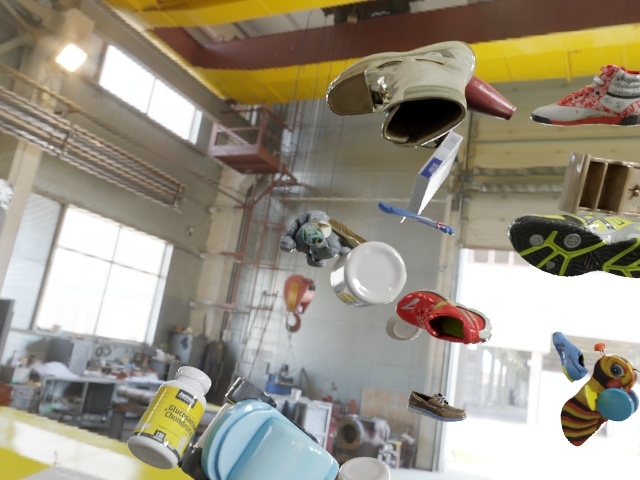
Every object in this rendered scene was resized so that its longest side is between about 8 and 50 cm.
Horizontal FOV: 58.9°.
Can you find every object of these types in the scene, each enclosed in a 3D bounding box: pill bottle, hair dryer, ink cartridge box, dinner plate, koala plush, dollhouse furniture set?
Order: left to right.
[{"bbox_3d":[-0.290,0.344,1.119,0.103,0.184,0.103,12,-46,13],"label":"pill bottle"},{"bbox_3d":[0.000,0.000,2.042,0.196,0.203,0.221,30,-2,-31],"label":"koala plush"},{"bbox_3d":[0.092,0.081,1.243,0.131,0.131,0.229,11,-10,-8],"label":"pill bottle"},{"bbox_3d":[0.136,0.805,1.698,0.153,0.264,0.153,-3,11,1],"label":"pill bottle"},{"bbox_3d":[0.297,0.298,1.965,0.141,0.141,0.017,12,28,-15],"label":"dinner plate"},{"bbox_3d":[0.327,-0.175,1.672,0.045,0.223,0.224,31,-33,15],"label":"ink cartridge box"},{"bbox_3d":[0.342,-0.334,1.425,0.294,0.080,0.223,7,-31,37],"label":"hair dryer"},{"bbox_3d":[0.872,-0.116,1.484,0.257,0.361,0.394,3,14,-17],"label":"dollhouse furniture set"}]

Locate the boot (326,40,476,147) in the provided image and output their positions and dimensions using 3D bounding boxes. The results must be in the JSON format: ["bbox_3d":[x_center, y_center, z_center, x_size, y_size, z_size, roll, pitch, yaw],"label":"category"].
[{"bbox_3d":[0.089,-0.180,0.734,0.213,0.165,0.077,-8,-53,25],"label":"boot"}]

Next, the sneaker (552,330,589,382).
[{"bbox_3d":[0.836,0.374,1.883,0.069,0.209,0.082,33,-58,-19],"label":"sneaker"}]

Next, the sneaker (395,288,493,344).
[{"bbox_3d":[0.285,0.188,1.403,0.118,0.107,0.279,-4,10,-40],"label":"sneaker"}]

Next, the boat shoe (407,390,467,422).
[{"bbox_3d":[0.343,0.489,1.678,0.183,0.066,0.066,4,5,29],"label":"boat shoe"}]

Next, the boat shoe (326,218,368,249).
[{"bbox_3d":[0.074,-0.003,1.614,0.152,0.049,0.056,35,27,-10],"label":"boat shoe"}]

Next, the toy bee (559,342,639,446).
[{"bbox_3d":[0.646,0.320,1.269,0.298,0.162,0.195,-35,-28,6],"label":"toy bee"}]

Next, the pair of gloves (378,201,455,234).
[{"bbox_3d":[0.219,-0.049,1.296,0.159,0.023,0.198,21,6,27],"label":"pair of gloves"}]

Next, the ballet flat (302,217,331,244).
[{"bbox_3d":[-0.002,-0.023,1.518,0.070,0.070,0.188,8,14,6],"label":"ballet flat"}]

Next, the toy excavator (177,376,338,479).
[{"bbox_3d":[-0.015,0.502,1.105,0.433,0.222,0.445,46,-23,-21],"label":"toy excavator"}]

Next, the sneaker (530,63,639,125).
[{"bbox_3d":[0.679,-0.370,1.437,0.270,0.144,0.090,3,26,15],"label":"sneaker"}]

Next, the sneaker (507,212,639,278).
[{"bbox_3d":[0.637,0.001,1.382,0.385,0.145,0.147,10,31,-5],"label":"sneaker"}]
